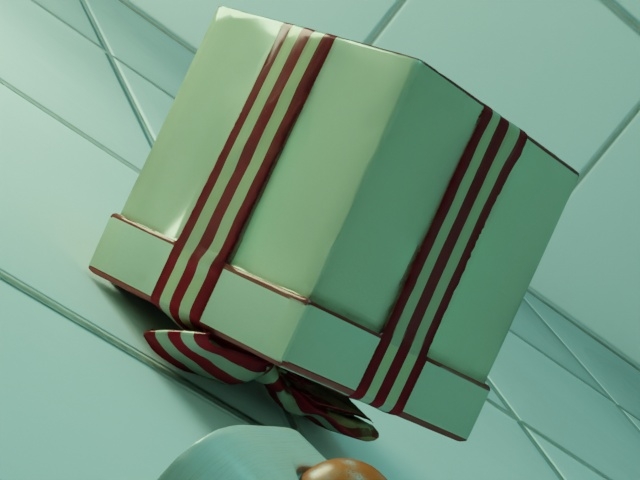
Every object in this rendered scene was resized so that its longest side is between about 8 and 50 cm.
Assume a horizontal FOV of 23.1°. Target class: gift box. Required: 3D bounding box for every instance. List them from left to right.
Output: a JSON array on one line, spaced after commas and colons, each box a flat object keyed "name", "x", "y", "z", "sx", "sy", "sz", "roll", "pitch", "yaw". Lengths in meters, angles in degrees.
[{"name": "gift box", "x": 0.000, "y": 0.000, "z": 1.181, "sx": 0.255, "sy": 0.258, "sz": 0.276, "roll": 28, "pitch": -5, "yaw": -41}]

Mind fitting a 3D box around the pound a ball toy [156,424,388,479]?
[{"name": "pound a ball toy", "x": 0.038, "y": 0.195, "z": 0.733, "sx": 0.319, "sy": 0.136, "sz": 0.208, "roll": 43, "pitch": 11, "yaw": 23}]
